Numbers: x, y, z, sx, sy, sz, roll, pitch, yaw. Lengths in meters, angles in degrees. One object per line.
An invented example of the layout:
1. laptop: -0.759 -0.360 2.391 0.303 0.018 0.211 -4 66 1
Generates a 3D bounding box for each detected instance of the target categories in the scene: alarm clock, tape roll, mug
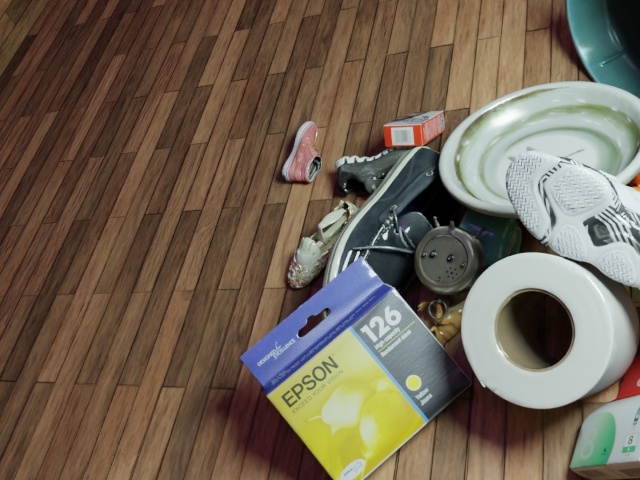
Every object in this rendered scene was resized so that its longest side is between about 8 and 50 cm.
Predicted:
1. alarm clock: 0.238 0.057 1.333 0.129 0.064 0.192 14 96 31
2. tape roll: 0.378 0.144 1.162 0.246 0.169 0.246 -3 85 37
3. mug: 0.334 0.013 1.390 0.097 0.129 0.158 13 98 30

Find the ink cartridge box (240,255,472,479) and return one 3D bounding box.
1. ink cartridge box: 0.062 0.235 1.277 0.303 0.072 0.307 -40 86 -6

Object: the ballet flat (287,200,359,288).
1. ballet flat: 0.000 0.000 1.590 0.091 0.077 0.241 29 71 38

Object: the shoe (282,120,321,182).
1. shoe: -0.027 -0.223 1.791 0.081 0.063 0.178 10 65 30

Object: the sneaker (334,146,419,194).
1. sneaker: 0.141 -0.155 1.647 0.234 0.078 0.106 -8 57 23

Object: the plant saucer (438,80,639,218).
1. plant saucer: 0.436 -0.157 1.373 0.400 0.100 0.400 -16 39 14

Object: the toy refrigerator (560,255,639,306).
1. toy refrigerator: 0.571 0.059 1.247 0.269 0.102 0.094 -6 53 21

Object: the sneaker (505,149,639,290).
1. sneaker: 0.475 -0.032 1.128 0.366 0.210 0.137 35 118 18

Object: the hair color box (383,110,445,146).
1. hair color box: 0.221 -0.262 1.645 0.093 0.053 0.167 2 19 27

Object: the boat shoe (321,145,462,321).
1. boat shoe: 0.161 0.002 1.442 0.156 0.187 0.500 11 55 39

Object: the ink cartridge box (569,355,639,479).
1. ink cartridge box: 0.482 0.255 1.092 0.056 0.181 0.225 26 65 -3

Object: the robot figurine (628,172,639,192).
1. robot figurine: 0.665 -0.151 1.349 0.219 0.158 0.128 26 29 38

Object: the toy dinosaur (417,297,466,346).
1. toy dinosaur: 0.256 0.148 1.371 0.211 0.064 0.112 -48 61 -1

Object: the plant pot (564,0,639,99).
1. plant pot: 0.751 -0.498 1.465 0.334 0.341 0.341 -23 47 -3
